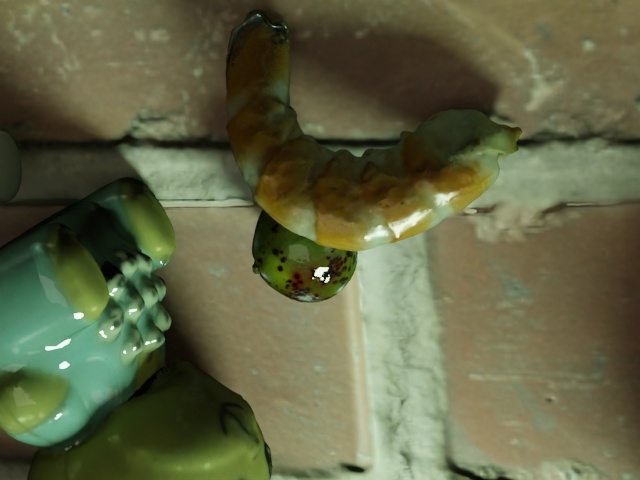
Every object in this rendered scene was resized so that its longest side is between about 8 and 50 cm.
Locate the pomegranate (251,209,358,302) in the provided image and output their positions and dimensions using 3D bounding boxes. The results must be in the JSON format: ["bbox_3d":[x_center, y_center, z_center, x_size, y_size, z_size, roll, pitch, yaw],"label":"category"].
[{"bbox_3d":[0.000,0.004,0.779,0.084,0.073,0.073,7,113,-4],"label":"pomegranate"}]

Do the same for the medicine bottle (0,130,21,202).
[{"bbox_3d":[-0.368,-0.040,0.838,0.352,0.110,0.110,-3,110,17],"label":"medicine bottle"}]

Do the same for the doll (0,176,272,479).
[{"bbox_3d":[-0.134,0.114,0.798,0.161,0.177,0.260,-27,99,19],"label":"doll"}]

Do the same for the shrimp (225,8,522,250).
[{"bbox_3d":[0.023,-0.078,0.748,0.161,0.049,0.166,-24,76,-4],"label":"shrimp"}]
